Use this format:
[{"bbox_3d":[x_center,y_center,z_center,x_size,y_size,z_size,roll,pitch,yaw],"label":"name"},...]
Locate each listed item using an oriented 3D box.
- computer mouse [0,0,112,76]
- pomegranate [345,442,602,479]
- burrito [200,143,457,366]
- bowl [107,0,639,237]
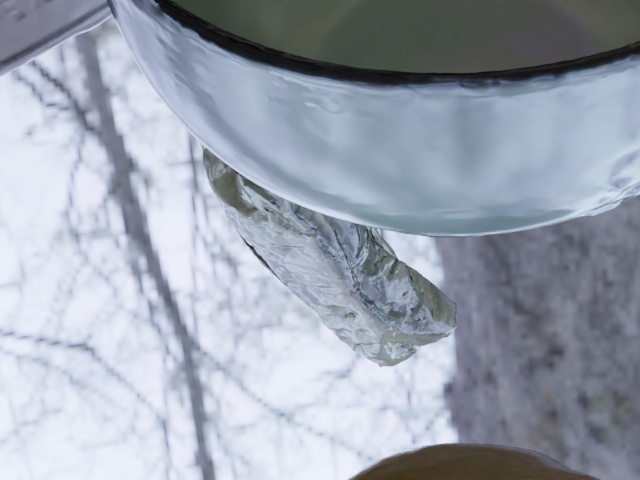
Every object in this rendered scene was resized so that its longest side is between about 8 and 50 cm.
[{"bbox_3d":[-0.183,-0.195,1.322,0.389,0.115,0.199,-44,-154,14],"label":"computer mouse"},{"bbox_3d":[0.106,0.336,1.424,0.411,0.411,0.411,-5,-154,3],"label":"pomegranate"},{"bbox_3d":[0.002,0.000,1.082,0.063,0.229,0.058,0,-122,39],"label":"burrito"},{"bbox_3d":[0.063,-0.125,0.928,0.354,0.185,0.354,-2,-134,2],"label":"bowl"}]
